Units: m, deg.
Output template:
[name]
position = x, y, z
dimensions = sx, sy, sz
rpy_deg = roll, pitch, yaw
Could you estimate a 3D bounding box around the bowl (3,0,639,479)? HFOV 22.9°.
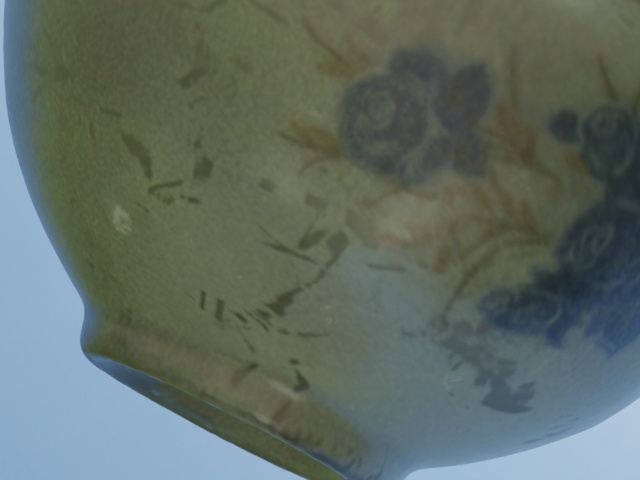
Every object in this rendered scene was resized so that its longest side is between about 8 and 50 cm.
[bowl]
position = 0.000, 0.000, 0.541
dimensions = 0.313, 0.313, 0.146
rpy_deg = 24, -104, 8
